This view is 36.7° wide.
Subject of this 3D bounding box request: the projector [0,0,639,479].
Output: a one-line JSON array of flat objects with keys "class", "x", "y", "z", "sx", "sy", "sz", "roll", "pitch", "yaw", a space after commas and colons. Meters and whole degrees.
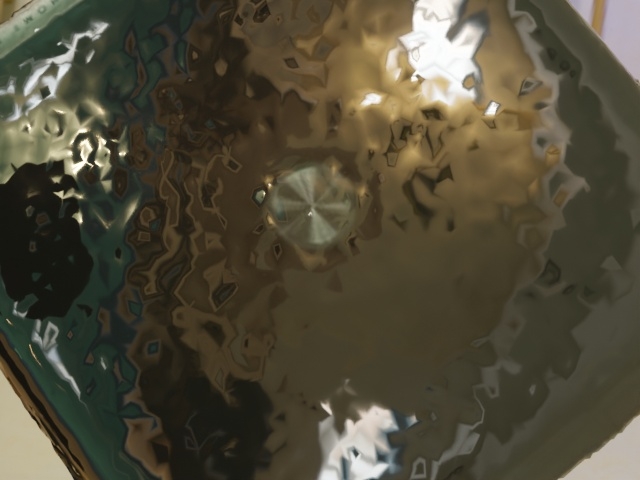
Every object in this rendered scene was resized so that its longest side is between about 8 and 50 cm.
[{"class": "projector", "x": 0.000, "y": 0.000, "z": 0.637, "sx": 0.395, "sy": 0.405, "sz": 0.242, "roll": -38, "pitch": 173, "yaw": -6}]
